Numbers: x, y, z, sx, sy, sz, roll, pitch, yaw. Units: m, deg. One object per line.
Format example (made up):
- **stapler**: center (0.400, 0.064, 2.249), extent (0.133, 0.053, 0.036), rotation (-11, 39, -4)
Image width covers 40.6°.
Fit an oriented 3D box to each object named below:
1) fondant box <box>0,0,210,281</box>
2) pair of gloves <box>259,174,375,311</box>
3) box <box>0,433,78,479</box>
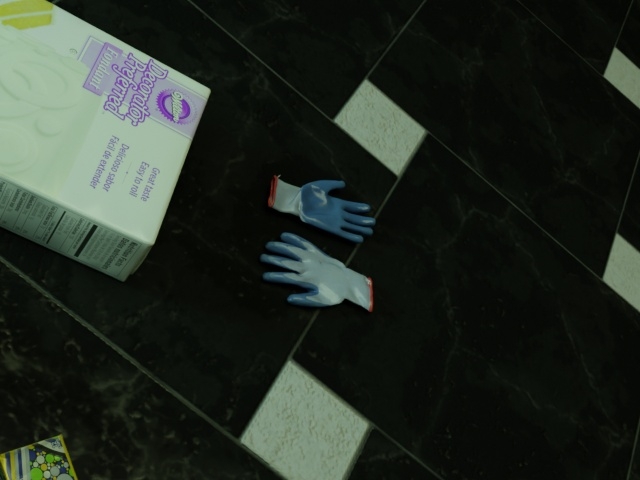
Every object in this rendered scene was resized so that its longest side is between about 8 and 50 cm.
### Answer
- **fondant box**: center (-0.305, -0.134, 0.911), extent (0.330, 0.096, 0.238), rotation (27, 50, -18)
- **pair of gloves**: center (0.000, 0.000, 1.081), extent (0.159, 0.023, 0.198), rotation (19, 54, -26)
- **box**: center (-0.227, 0.259, 0.739), extent (0.059, 0.054, 0.169), rotation (-13, 69, -39)
